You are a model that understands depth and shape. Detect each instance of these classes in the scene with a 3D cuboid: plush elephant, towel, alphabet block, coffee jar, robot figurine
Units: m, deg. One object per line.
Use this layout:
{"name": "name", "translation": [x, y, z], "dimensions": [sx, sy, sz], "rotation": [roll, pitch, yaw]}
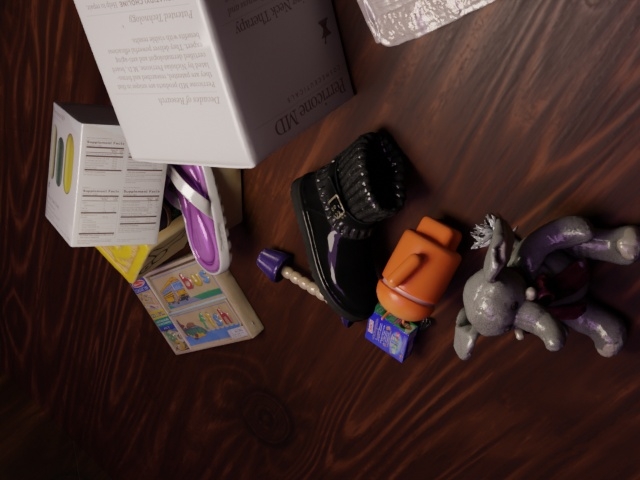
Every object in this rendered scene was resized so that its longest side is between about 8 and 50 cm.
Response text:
{"name": "plush elephant", "translation": [0.360, 0.091, 1.363], "dimensions": [0.329, 0.255, 0.272], "rotation": [26, 134, 25]}
{"name": "towel", "translation": [0.164, -0.440, 1.302], "dimensions": [0.282, 0.049, 0.187], "rotation": [-15, 110, 46]}
{"name": "alphabet block", "translation": [-0.454, -0.045, 2.027], "dimensions": [0.193, 0.197, 0.192], "rotation": [44, 138, 7]}
{"name": "coffee jar", "translation": [-0.364, -0.095, 1.919], "dimensions": [0.096, 0.184, 0.079], "rotation": [28, 134, 24]}
{"name": "robot figurine", "translation": [0.190, 0.064, 1.548], "dimensions": [0.128, 0.158, 0.220], "rotation": [26, 98, -8]}

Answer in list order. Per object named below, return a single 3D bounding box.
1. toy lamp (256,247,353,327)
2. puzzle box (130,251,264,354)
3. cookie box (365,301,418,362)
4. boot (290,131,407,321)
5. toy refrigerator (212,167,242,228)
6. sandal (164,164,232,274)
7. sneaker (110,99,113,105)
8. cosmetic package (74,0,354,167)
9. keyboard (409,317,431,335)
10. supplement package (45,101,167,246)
{"name": "toy lamp", "translation": [-0.030, 0.104, 1.856], "dimensions": [0.274, 0.080, 0.080], "rotation": [33, 136, 18]}
{"name": "puzzle box", "translation": [-0.356, 0.175, 2.214], "dimensions": [0.408, 0.052, 0.272], "rotation": [-20, 105, 47]}
{"name": "cookie box", "translation": [0.157, 0.203, 1.757], "dimensions": [0.107, 0.040, 0.092], "rotation": [33, 135, 27]}
{"name": "boot", "translation": [0.085, -0.018, 1.586], "dimensions": [0.260, 0.131, 0.348], "rotation": [-22, 91, 48]}
{"name": "toy refrigerator", "translation": [-0.246, -0.157, 1.843], "dimensions": [0.102, 0.094, 0.270], "rotation": [30, 135, 32]}
{"name": "sandal", "translation": [-0.306, -0.104, 1.782], "dimensions": [0.169, 0.102, 0.417], "rotation": [-4, 111, 48]}
{"name": "sneaker", "translation": [-0.424, -0.288, 1.922], "dimensions": [0.123, 0.106, 0.290], "rotation": [-11, 106, 6]}
{"name": "cosmetic package", "translation": [-0.192, -0.381, 1.447], "dimensions": [0.327, 0.329, 0.394], "rotation": [6, 124, 38]}
{"name": "keyboard", "translation": [0.194, 0.161, 1.742], "dimensions": [0.108, 0.023, 0.180], "rotation": [44, 140, 17]}
{"name": "supplement package", "translation": [-0.465, -0.145, 1.720], "dimensions": [0.199, 0.198, 0.263], "rotation": [33, 118, 49]}
